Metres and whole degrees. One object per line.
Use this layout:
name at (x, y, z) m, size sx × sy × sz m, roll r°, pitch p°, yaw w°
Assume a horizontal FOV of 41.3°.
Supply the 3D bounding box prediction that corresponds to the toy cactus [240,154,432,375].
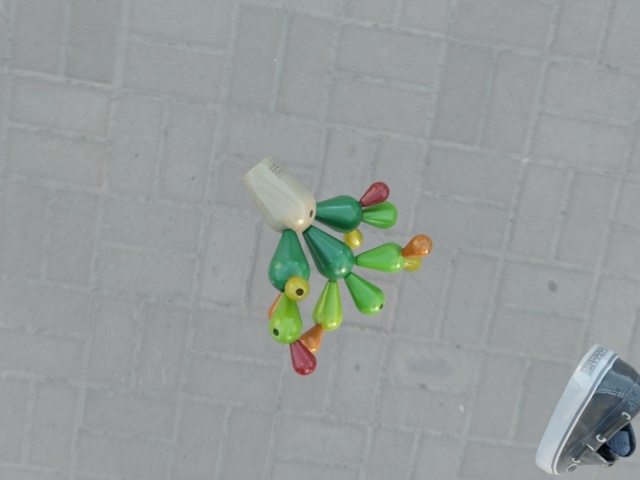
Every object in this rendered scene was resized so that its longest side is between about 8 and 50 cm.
toy cactus at (0.000, 0.000, 0.774) m, size 0.180 × 0.112 × 0.219 m, roll 49°, pitch 57°, yaw -8°

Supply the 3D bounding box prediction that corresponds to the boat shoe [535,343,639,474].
boat shoe at (0.263, 0.177, 0.803) m, size 0.076 × 0.228 × 0.080 m, roll 32°, pitch 60°, yaw 24°
